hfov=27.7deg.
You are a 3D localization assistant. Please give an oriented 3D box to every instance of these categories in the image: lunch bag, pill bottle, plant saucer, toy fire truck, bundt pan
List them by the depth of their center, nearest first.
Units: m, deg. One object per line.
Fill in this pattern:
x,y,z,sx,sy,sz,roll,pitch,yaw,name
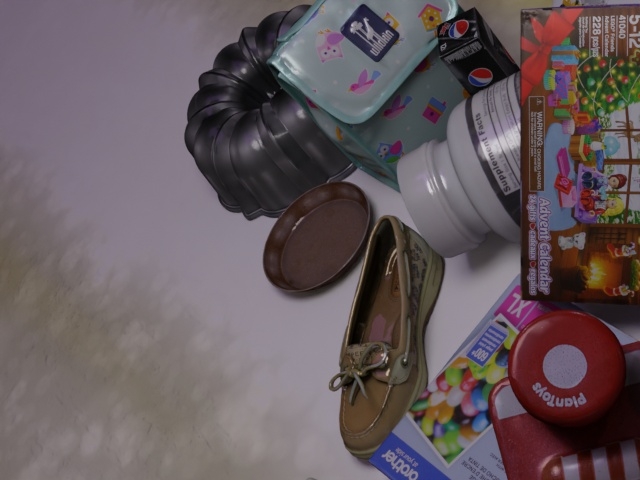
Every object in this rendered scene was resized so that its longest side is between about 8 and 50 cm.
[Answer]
0.302,0.181,1.140,0.302,0.169,0.254,-15,73,7,toy fire truck
0.249,-0.103,1.418,0.318,0.176,0.176,-27,43,24,pill bottle
0.079,-0.218,1.603,0.223,0.262,0.160,-49,39,-4,lunch bag
0.000,0.000,1.675,0.168,0.029,0.168,-24,44,25,plant saucer
-0.061,-0.198,1.824,0.331,0.124,0.331,-25,43,26,bundt pan

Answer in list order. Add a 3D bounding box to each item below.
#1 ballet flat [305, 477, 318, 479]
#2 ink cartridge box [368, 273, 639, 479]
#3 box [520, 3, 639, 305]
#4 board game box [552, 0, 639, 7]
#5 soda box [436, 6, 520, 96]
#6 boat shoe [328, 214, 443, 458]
-0.025,0.286,1.437,0.168,0.057,0.052,-15,39,33,ballet flat
0.177,0.196,1.325,0.311,0.065,0.186,-52,39,-3,ink cartridge box
0.299,-0.083,1.273,0.201,0.057,0.293,1,98,21,box
0.396,-0.297,1.469,0.305,0.053,0.193,21,109,49,board game box
0.202,-0.196,1.544,0.053,0.169,0.060,-23,45,24,soda box
0.064,0.108,1.476,0.105,0.089,0.285,-13,50,34,boat shoe
